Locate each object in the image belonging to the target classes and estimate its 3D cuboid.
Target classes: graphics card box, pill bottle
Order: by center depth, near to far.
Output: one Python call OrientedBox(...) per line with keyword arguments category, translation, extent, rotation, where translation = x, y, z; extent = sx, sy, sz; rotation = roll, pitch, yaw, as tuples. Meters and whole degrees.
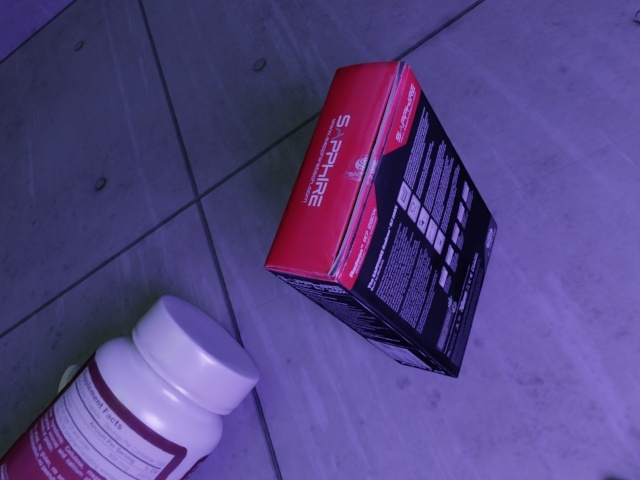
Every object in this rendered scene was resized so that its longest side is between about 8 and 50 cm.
OrientedBox(category="graphics card box", translation=(0.098, 0.000, 0.728), extent=(0.094, 0.371, 0.232), rotation=(7, 70, 34))
OrientedBox(category="pill bottle", translation=(-0.287, 0.283, 0.907), extent=(0.392, 0.224, 0.224), rotation=(-48, 51, 0))

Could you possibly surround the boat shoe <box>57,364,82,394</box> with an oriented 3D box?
OrientedBox(category="boat shoe", translation=(-0.414, 0.302, 1.080), extent=(0.063, 0.066, 0.184), rotation=(-11, 57, 11))
